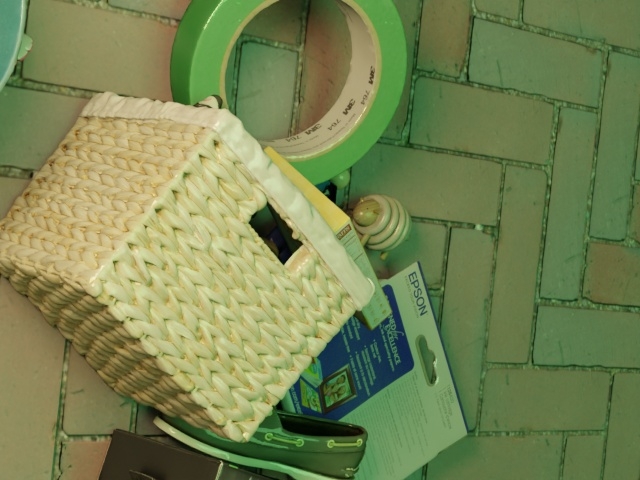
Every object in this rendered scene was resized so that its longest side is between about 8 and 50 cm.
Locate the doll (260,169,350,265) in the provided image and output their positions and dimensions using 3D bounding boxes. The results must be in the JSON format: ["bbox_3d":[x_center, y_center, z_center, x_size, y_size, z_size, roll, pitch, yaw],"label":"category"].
[{"bbox_3d":[-0.017,-0.041,2.103,0.189,0.046,0.129,-48,146,-29],"label":"doll"}]

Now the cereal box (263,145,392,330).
[{"bbox_3d":[0.000,0.000,1.939,0.047,0.173,0.240,-41,145,-10],"label":"cereal box"}]

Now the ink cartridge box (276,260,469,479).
[{"bbox_3d":[0.061,0.225,2.191,0.307,0.072,0.304,-30,111,-36],"label":"ink cartridge box"}]

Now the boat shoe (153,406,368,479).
[{"bbox_3d":[-0.077,0.259,2.012,0.305,0.109,0.091,20,96,-23],"label":"boat shoe"}]

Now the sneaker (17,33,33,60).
[{"bbox_3d":[-0.452,-0.199,1.700,0.252,0.103,0.111,-49,118,-34],"label":"sneaker"}]

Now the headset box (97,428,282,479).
[{"bbox_3d":[-0.130,0.353,1.921,0.283,0.246,0.131,25,78,-38],"label":"headset box"}]

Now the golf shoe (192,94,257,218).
[{"bbox_3d":[-0.116,-0.103,1.911,0.086,0.067,0.186,-49,135,-20],"label":"golf shoe"}]

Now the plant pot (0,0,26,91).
[{"bbox_3d":[-0.488,-0.254,1.526,0.271,0.255,0.272,2,90,-64],"label":"plant pot"}]

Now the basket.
[{"bbox_3d":[-0.183,0.029,1.802,0.266,0.331,0.328,-51,123,-18],"label":"basket"}]

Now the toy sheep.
[{"bbox_3d":[0.090,-0.023,2.182,0.132,0.091,0.091,27,76,-53],"label":"toy sheep"}]

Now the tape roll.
[{"bbox_3d":[-0.040,-0.230,1.985,0.321,0.077,0.321,-11,116,-23],"label":"tape roll"}]
